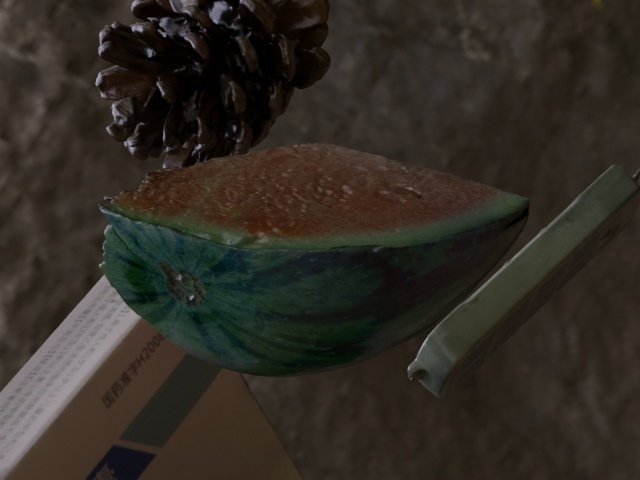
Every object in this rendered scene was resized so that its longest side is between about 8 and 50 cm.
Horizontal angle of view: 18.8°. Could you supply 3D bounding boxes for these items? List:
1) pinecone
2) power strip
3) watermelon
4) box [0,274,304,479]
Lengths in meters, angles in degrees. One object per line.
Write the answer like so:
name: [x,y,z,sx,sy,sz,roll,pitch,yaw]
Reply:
pinecone: [-0.089,-0.137,1.488,0.179,0.150,0.195,-29,20,50]
power strip: [0.145,0.025,1.299,0.227,0.029,0.080,-41,-17,-19]
watermelon: [0.012,0.017,1.018,0.231,0.146,0.128,-14,-78,-41]
box: [-0.146,0.196,1.098,0.343,0.065,0.200,-51,-56,-38]
